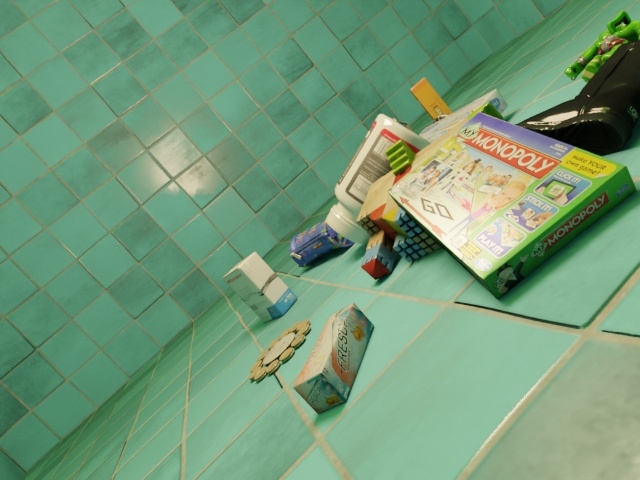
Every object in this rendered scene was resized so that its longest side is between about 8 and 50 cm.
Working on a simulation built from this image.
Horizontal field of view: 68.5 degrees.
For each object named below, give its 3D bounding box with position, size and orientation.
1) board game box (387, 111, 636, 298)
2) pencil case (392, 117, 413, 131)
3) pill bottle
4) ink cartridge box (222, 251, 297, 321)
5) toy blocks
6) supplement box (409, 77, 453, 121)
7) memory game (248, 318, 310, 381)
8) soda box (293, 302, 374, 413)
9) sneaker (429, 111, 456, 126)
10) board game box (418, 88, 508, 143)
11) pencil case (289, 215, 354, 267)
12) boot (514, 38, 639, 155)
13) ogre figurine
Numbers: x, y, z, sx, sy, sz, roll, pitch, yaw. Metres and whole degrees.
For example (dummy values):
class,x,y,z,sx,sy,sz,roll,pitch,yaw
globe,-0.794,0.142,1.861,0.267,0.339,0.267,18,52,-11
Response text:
class,x,y,z,sx,sy,sz,roll,pitch,yaw
board game box,0.249,-0.075,0.703,0.213,0.046,0.317,-41,29,6
pencil case,0.318,-0.395,1.980,0.159,0.184,0.410,-37,10,22
pill bottle,0.147,-0.155,1.246,0.319,0.176,0.176,-58,3,17
ink cartridge box,-0.182,0.143,1.404,0.082,0.191,0.139,-47,10,-35
toy blocks,0.205,-0.076,0.961,0.381,0.190,0.261,-34,23,42
supplement box,0.476,-0.566,1.972,0.078,0.233,0.080,-39,5,14
memory game,-0.092,0.248,1.066,0.186,0.012,0.186,-41,9,7
soda box,0.026,0.178,0.736,0.063,0.058,0.183,-36,10,31
sneaker,0.470,-0.418,1.675,0.122,0.110,0.283,-38,8,-2
board game box,0.350,-0.281,1.405,0.318,0.066,0.318,-47,13,-25
pencil case,0.000,0.000,1.566,0.133,0.120,0.306,-28,-1,-35
boot,0.448,-0.227,0.786,0.207,0.094,0.246,-47,16,-12
ogre figurine,0.609,-0.395,0.960,0.118,0.096,0.197,-53,-3,-2
